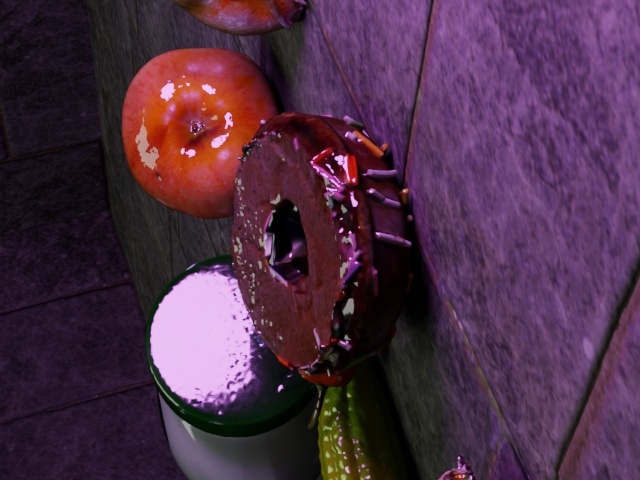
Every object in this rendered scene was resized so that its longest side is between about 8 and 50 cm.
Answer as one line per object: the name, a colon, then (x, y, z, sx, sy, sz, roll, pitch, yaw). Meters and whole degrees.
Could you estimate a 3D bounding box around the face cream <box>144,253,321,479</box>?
face cream: (-0.090, 0.178, 1.795, 0.357, 0.220, 0.312, 89, 172, -66)

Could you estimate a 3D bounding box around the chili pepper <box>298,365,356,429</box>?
chili pepper: (0.016, 0.076, 1.556, 0.071, 0.063, 0.272, -146, 62, -62)

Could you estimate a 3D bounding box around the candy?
candy: (0.042, 0.218, 1.606, 0.096, 0.097, 0.209, 114, 148, -70)

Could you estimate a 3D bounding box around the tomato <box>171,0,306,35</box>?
tomato: (-0.107, -0.316, 1.531, 0.214, 0.155, 0.180, 88, 166, -48)

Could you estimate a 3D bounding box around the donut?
donut: (0.000, 0.000, 1.420, 0.270, 0.103, 0.269, 26, 121, 57)

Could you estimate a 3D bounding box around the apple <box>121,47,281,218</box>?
apple: (-0.140, -0.133, 1.753, 0.164, 0.210, 0.209, 24, -130, -81)

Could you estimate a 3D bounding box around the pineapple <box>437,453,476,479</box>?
pineapple: (0.139, 0.285, 1.249, 0.221, 0.047, 0.221, -19, -90, -86)
